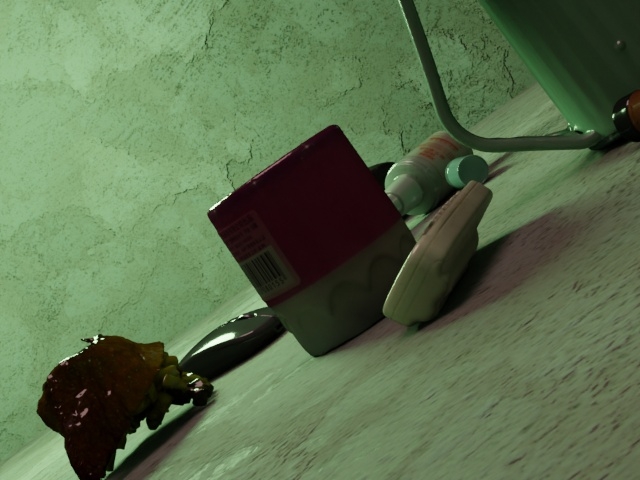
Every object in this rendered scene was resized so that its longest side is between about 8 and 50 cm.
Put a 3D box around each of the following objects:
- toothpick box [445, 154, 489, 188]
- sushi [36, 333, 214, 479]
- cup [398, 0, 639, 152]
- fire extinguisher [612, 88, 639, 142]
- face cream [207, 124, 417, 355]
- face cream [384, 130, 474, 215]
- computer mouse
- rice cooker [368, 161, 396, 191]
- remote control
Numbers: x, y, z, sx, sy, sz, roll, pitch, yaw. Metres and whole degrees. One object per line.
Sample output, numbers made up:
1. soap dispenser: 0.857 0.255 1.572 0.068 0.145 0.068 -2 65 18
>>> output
1. toothpick box: 0.228 -0.107 1.648 0.052 0.052 0.083 -35 5 -5
2. sushi: -0.253 0.201 1.338 0.167 0.179 0.296 -52 2 -6
3. cup: 0.275 -0.300 1.134 0.401 0.392 0.310 -41 -1 -20
4. fire extinguisher: 0.334 -0.134 0.948 0.062 0.050 0.177 -16 -6 -24
5. face cream: 0.000 0.000 1.135 0.175 0.195 0.175 -34 4 3
6. face cream: 0.163 -0.097 1.755 0.101 0.101 0.251 -32 4 41
7. computer mouse: -0.145 0.157 1.571 0.232 0.057 0.120 -33 4 39
8. rice cooker: 0.093 -0.071 1.942 0.142 0.118 0.203 -32 3 33
9. remote control: 0.116 0.012 0.982 0.090 0.049 0.230 -66 -10 24
